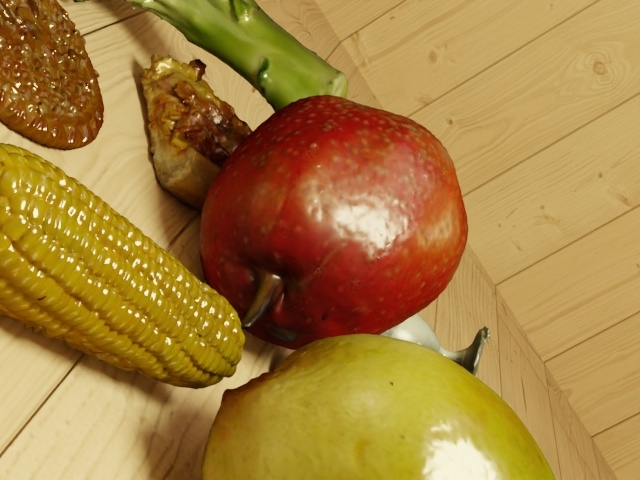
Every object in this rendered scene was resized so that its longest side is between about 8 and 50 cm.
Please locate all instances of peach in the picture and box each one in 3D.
[{"bbox_3d":[0.055,0.236,1.033,0.315,0.281,0.314,53,19,12],"label":"peach"}]

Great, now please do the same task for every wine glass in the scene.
[{"bbox_3d":[0.092,0.125,1.496,0.222,0.103,0.103,16,20,0],"label":"wine glass"}]

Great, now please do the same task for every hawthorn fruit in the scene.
[{"bbox_3d":[0.000,0.000,1.320,0.284,0.285,0.369,57,35,-9],"label":"hawthorn fruit"}]

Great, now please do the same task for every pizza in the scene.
[{"bbox_3d":[-0.146,-0.140,1.487,0.228,0.081,0.289,60,16,4],"label":"pizza"}]

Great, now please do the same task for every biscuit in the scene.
[{"bbox_3d":[-0.313,-0.223,1.184,0.305,0.038,0.305,53,16,-22],"label":"biscuit"}]

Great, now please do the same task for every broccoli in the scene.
[{"bbox_3d":[-0.154,-0.311,1.473,0.353,0.275,0.397,-4,61,-37],"label":"broccoli"}]

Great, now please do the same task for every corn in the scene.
[{"bbox_3d":[-0.182,0.033,0.963,0.363,0.120,0.120,42,23,-49],"label":"corn"}]

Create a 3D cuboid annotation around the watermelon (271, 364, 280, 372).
[{"bbox_3d":[0.054,0.225,1.375,0.202,0.136,0.207,29,47,-52],"label":"watermelon"}]
